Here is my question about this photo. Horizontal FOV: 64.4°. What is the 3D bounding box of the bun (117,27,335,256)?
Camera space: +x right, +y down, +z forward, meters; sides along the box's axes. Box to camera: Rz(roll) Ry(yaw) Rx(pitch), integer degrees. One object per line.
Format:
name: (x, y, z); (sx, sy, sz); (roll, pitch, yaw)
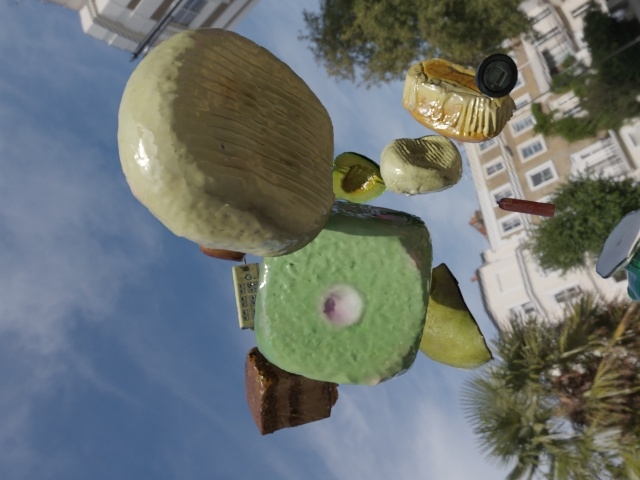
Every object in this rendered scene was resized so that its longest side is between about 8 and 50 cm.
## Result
bun: (-0.135, -0.132, 0.784); (0.361, 0.213, 0.360); (21, -122, -39)

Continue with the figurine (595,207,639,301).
figurine: (0.825, 0.084, 1.132); (0.340, 0.231, 0.323); (30, -138, 11)

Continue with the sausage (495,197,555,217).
sausage: (0.473, -0.079, 1.180); (0.034, 0.130, 0.034); (10, -90, -81)

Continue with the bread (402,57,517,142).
bread: (0.456, -0.477, 1.748); (0.236, 0.183, 0.389); (-35, -126, -25)

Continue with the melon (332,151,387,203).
melon: (0.123, -0.246, 2.011); (0.265, 0.169, 0.129); (13, -135, -26)

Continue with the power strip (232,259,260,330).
power strip: (-0.235, 0.166, 1.679); (0.092, 0.034, 0.267); (-8, -116, -9)

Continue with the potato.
potato: (0.340, 0.261, 1.461); (0.279, 0.213, 0.330); (65, -172, 23)

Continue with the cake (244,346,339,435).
cake: (-0.071, 0.429, 1.529); (0.293, 0.196, 0.198); (-3, -74, -22)

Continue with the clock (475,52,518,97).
clock: (0.344, -0.321, 0.993); (0.085, 0.085, 0.017); (50, -178, -15)

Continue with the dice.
dice: (0.046, 0.088, 1.054); (0.330, 0.319, 0.321); (-73, -9, -81)

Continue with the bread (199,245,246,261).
bread: (-0.268, 0.030, 1.388); (0.129, 0.126, 0.044); (10, -93, -11)

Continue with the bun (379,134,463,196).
bun: (0.264, -0.191, 1.364); (0.230, 0.145, 0.229); (5, -136, -5)
